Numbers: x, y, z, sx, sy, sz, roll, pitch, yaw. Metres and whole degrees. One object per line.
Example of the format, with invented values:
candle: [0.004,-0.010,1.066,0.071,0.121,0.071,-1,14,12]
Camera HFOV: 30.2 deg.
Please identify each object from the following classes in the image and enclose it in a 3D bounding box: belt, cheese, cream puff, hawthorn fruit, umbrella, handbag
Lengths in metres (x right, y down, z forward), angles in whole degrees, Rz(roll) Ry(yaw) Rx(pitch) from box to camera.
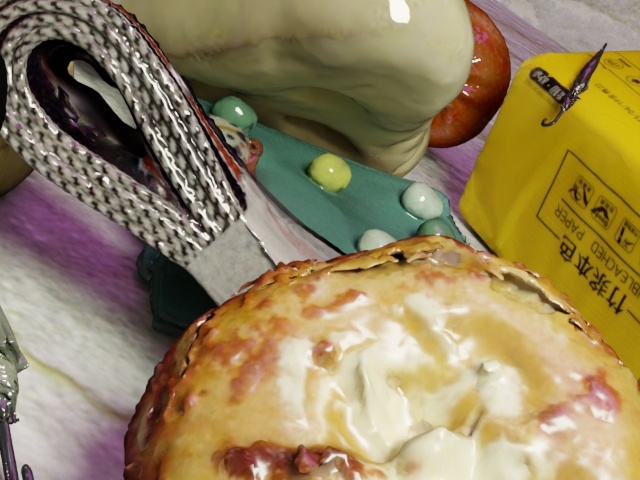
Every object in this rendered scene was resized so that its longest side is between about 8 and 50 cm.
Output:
belt: [-0.043,0.003,0.641,0.359,0.126,0.094,48,13,-9]
cheese: [0.030,-0.140,0.948,0.351,0.130,0.328,22,-11,-39]
cream puff: [0.034,0.120,0.515,0.240,0.164,0.240,4,52,-5]
hawthorn fruit: [0.108,-0.188,1.288,0.179,0.179,0.200,29,7,-11]
umbrella: [0.232,-0.139,1.054,0.022,0.122,0.013,3,-45,49]
umbrella: [-0.174,0.013,0.579,0.044,0.044,0.269,-2,58,-31]
handbag: [0.004,-0.003,0.843,0.274,0.100,0.269,24,24,-21]

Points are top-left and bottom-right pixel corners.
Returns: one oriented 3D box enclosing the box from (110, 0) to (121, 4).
box: [-0.212,-0.198,0.736,0.149,0.067,0.233,34,22,0]

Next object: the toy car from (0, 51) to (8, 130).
toy car: [-0.236,-0.037,0.512,0.108,0.089,0.209,30,49,18]

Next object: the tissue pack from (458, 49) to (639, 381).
tissue pack: [0.363,0.005,1.104,0.293,0.228,0.382,-6,40,-33]

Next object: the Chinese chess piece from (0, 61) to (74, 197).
Chinese chess piece: [-0.272,-0.125,0.721,0.251,0.097,0.251,29,23,-14]
